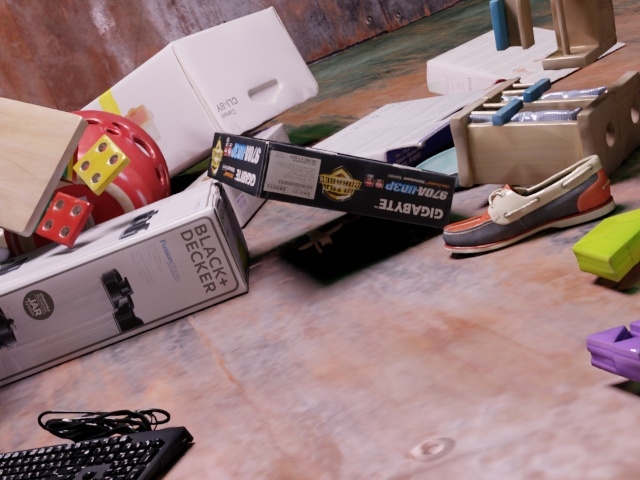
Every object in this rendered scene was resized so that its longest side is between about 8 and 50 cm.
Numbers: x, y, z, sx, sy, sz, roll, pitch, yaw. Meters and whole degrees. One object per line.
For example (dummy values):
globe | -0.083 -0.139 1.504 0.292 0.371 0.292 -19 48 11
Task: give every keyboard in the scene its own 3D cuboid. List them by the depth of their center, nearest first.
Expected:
keyboard | -0.175 0.139 0.665 0.192 0.038 0.100 -13 16 28

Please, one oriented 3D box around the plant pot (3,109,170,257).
plant pot | -0.268 -0.042 1.180 0.191 0.191 0.174 -22 22 -2

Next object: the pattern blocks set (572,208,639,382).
pattern blocks set | 0.274 -0.005 0.561 0.325 0.026 0.285 -31 17 -34

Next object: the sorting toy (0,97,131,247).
sorting toy | -0.299 -0.069 1.045 0.274 0.046 0.132 15 74 33

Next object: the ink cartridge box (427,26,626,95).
ink cartridge box | 0.291 -0.248 1.457 0.181 0.056 0.224 -29 34 -28

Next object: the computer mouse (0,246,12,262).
computer mouse | -0.432 0.111 1.105 0.188 0.072 0.272 -3 35 48

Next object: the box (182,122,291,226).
box | -0.100 -0.084 1.341 0.063 0.067 0.324 -18 15 16

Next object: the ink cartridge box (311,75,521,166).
ink cartridge box | 0.103 -0.125 1.232 0.224 0.045 0.223 -5 22 47

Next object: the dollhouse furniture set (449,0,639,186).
dollhouse furniture set | 0.192 -0.154 0.881 0.129 0.184 0.129 3 25 36

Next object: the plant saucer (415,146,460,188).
plant saucer | 0.151 -0.077 1.031 0.119 0.021 0.119 -19 14 5

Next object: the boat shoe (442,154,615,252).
boat shoe | 0.156 -0.026 0.785 0.137 0.043 0.049 -18 16 20

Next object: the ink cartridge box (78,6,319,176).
ink cartridge box | -0.233 -0.189 1.597 0.384 0.160 0.279 -25 8 37

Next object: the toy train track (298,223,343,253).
toy train track | 0.000 0.000 0.983 0.048 0.014 0.083 -30 9 -6

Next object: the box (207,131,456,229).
box | 0.001 -0.060 0.951 0.175 0.051 0.220 9 5 -19

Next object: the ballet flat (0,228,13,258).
ballet flat | -0.437 0.028 1.301 0.182 0.164 0.483 18 42 35

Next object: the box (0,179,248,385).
box | -0.217 0.041 0.993 0.290 0.087 0.169 -22 14 0
